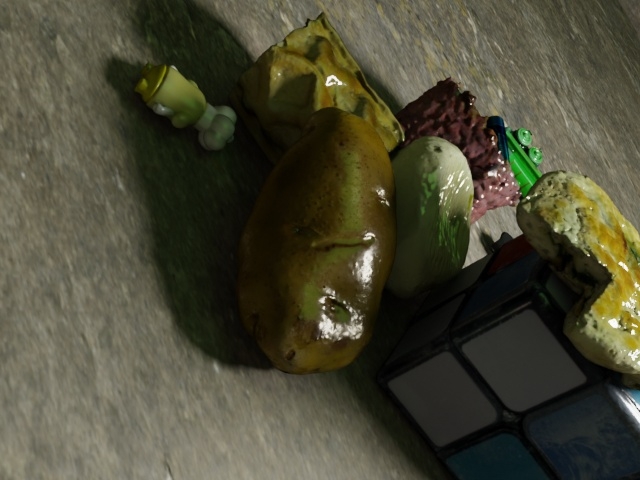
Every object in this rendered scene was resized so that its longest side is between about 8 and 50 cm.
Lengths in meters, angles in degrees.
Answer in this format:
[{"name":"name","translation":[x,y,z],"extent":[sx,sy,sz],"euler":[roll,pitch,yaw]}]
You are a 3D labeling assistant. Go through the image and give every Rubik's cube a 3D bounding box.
[{"name":"Rubik's cube","translation":[0.329,0.186,1.321],"extent":[0.318,0.316,0.313],"euler":[53,36,-5]}]

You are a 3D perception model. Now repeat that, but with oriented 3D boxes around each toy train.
[{"name":"toy train","translation":[0.468,-0.139,1.951],"extent":[0.119,0.085,0.251],"euler":[-35,86,-39]}]

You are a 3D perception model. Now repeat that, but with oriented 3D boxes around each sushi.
[{"name":"sushi","translation":[0.247,-0.152,1.618],"extent":[0.270,0.170,0.236],"euler":[61,9,10]}]

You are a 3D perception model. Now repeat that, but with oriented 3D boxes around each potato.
[{"name":"potato","translation":[0.000,0.000,1.168],"extent":[0.176,0.195,0.369],"euler":[55,47,-68]}]

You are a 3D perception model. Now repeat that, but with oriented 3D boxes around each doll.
[{"name":"doll","translation":[-0.189,-0.190,1.250],"extent":[0.162,0.062,0.106],"euler":[34,40,-24]}]

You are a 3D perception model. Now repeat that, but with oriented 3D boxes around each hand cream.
[{"name":"hand cream","translation":[0.353,-0.156,1.806],"extent":[0.061,0.120,0.271],"euler":[28,38,-15]}]

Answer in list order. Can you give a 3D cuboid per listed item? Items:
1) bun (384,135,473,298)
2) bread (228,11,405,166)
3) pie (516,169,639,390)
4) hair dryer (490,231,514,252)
[{"name":"bun","translation":[0.141,-0.028,1.385],"extent":[0.259,0.159,0.260],"euler":[-18,111,-61]},{"name":"bread","translation":[-0.008,-0.200,1.353],"extent":[0.252,0.196,0.238],"euler":[54,38,-8]},{"name":"pie","translation":[0.389,0.054,1.167],"extent":[0.337,0.075,0.338],"euler":[28,43,-30]},{"name":"hair dryer","translation":[0.495,0.119,1.786],"extent":[0.304,0.120,0.359],"euler":[52,23,22]}]
